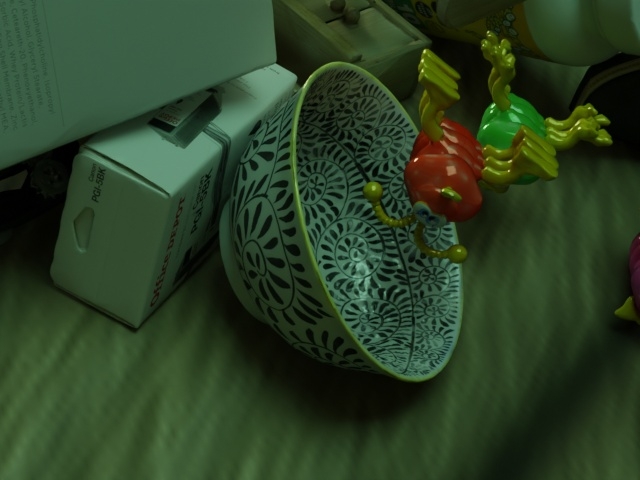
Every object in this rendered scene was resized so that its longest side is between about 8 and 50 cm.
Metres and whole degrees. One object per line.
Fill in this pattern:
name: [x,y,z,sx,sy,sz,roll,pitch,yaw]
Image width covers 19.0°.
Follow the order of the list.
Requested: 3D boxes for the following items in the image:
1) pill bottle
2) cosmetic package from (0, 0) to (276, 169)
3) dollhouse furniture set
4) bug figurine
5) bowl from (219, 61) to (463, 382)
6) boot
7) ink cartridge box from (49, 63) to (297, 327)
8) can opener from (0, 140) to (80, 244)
pill bottle: [0.133,-0.171,1.177,0.118,0.117,0.208,-24,30,-39]
cosmetic package: [-0.178,-0.147,0.973,0.225,0.138,0.224,-25,37,-26]
dollhouse furniture set: [0.001,-0.181,1.095,0.161,0.242,0.212,-25,56,-40]
bug figurine: [0.147,0.000,1.034,0.279,0.072,0.216,38,24,-7]
bowl: [0.000,0.000,0.995,0.170,0.080,0.170,38,43,-47]
boot: [0.262,-0.048,1.183,0.198,0.077,0.137,3,48,-17]
ink cartridge box: [-0.076,-0.032,1.008,0.056,0.099,0.135,29,42,12]
can opener: [-0.196,-0.014,0.987,0.186,0.073,0.059,-34,101,-40]
